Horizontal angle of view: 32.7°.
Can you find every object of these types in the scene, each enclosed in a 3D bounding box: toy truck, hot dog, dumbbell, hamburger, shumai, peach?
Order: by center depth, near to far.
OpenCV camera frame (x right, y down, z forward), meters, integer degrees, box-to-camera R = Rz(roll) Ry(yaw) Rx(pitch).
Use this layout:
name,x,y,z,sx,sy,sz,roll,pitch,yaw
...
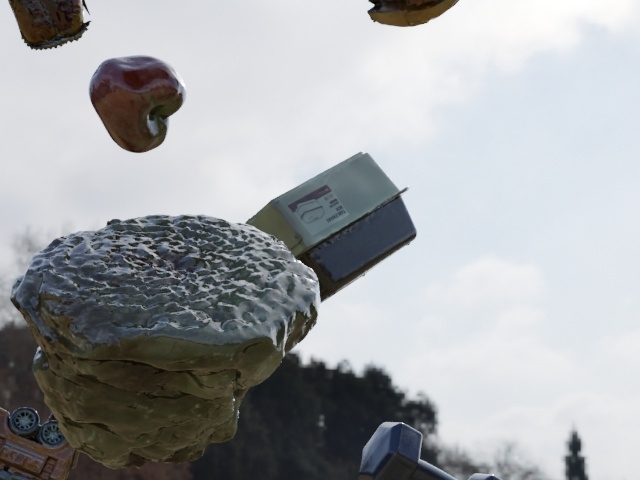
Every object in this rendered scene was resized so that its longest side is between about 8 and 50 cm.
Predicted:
name,x,y,z,sx,sy,sz,roll,pitch,yaw
shumai,-0.154,0.135,1.102,0.309,0.263,0.304,-2,26,-24
peach,-0.290,-0.224,1.710,0.152,0.152,0.152,3,-14,1
toy truck,-0.619,0.381,1.960,0.338,0.184,0.133,22,-38,-3
hamburger,0.208,-0.517,2.029,0.282,0.245,0.155,-17,-48,14
dumbbell,0.238,0.503,2.261,0.316,0.156,0.143,32,-49,-15
hot dog,-0.594,-0.537,2.339,0.163,0.270,0.082,-17,-3,-3

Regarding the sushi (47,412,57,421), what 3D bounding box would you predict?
name,x,y,z,sx,sy,sz,roll,pitch,yaw
sushi,-0.485,0.334,2.131,0.120,0.052,0.055,-39,-9,12

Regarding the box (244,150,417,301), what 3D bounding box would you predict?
name,x,y,z,sx,sy,sz,roll,pitch,yaw
box,0.000,0.000,1.690,0.290,0.166,0.220,-31,-5,-45
